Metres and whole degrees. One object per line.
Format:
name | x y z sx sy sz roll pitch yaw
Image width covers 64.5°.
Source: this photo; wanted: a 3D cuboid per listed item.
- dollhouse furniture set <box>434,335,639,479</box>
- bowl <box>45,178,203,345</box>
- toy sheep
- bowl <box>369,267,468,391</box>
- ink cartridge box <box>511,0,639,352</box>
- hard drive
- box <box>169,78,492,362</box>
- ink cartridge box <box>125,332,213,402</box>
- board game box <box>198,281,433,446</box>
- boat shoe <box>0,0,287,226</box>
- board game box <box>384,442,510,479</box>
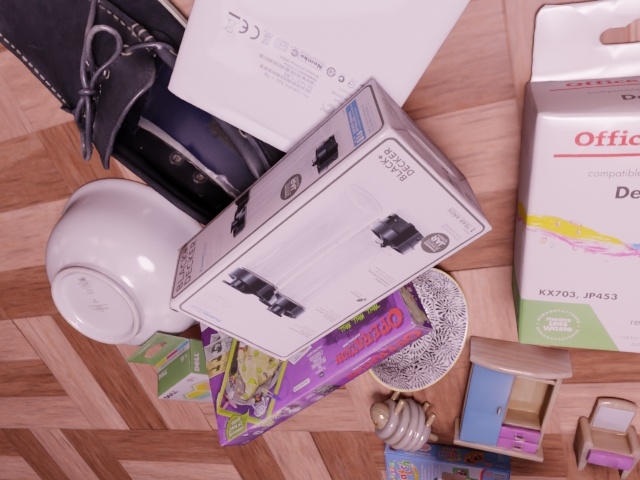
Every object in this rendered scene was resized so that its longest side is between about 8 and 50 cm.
dollhouse furniture set | 0.297 0.318 0.658 0.286 0.303 0.198 7 125 13
bowl | -0.312 0.065 0.791 0.297 0.134 0.298 8 124 12
toy sheep | 0.139 0.300 0.833 0.132 0.091 0.091 27 126 -8
bowl | 0.113 0.113 0.703 0.170 0.080 0.170 -4 100 -23
ink cartridge box | 0.316 -0.054 0.523 0.206 0.119 0.354 1 122 17
hard drive | 0.013 -0.220 0.435 0.210 0.040 0.319 26 127 -9
box | 0.000 0.000 0.523 0.290 0.087 0.169 -38 127 25
ink cartridge box | -0.198 0.217 0.834 0.209 0.062 0.109 21 135 -38
board game box | -0.034 0.109 0.680 0.346 0.208 0.056 -39 139 28
boat shoe | -0.217 -0.175 0.593 0.500 0.156 0.187 38 127 -7
board game box | 0.227 0.437 0.920 0.211 0.039 0.160 2 122 16
